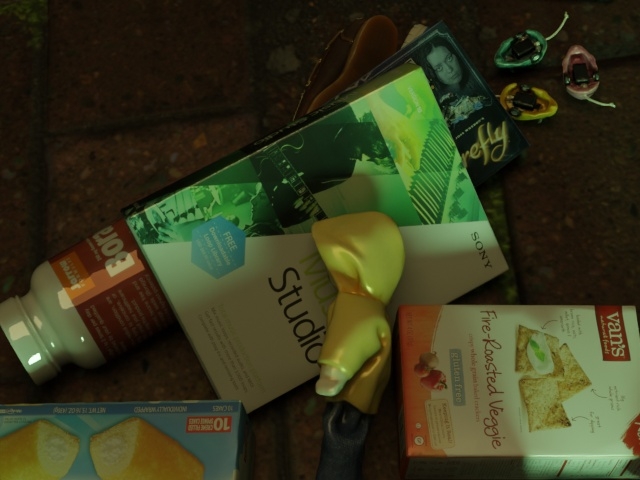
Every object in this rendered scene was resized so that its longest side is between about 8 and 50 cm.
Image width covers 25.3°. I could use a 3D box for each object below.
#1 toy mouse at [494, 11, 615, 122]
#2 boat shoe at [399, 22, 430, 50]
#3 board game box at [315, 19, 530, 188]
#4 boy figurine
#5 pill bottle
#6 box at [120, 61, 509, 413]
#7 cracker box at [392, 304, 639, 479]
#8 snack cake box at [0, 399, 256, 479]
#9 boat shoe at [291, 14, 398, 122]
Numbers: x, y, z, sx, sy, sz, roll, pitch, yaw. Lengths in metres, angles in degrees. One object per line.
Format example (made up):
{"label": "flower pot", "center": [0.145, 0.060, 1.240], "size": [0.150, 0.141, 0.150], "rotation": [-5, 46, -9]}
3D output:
{"label": "toy mouse", "center": [0.249, -0.186, 1.563], "size": [0.161, 0.031, 0.143], "rotation": [13, 64, 14]}
{"label": "boat shoe", "center": [0.098, -0.155, 1.545], "size": [0.066, 0.066, 0.183], "rotation": [21, 68, 12]}
{"label": "board game box", "center": [0.075, -0.093, 1.482], "size": [0.243, 0.042, 0.165], "rotation": [-37, 95, -13]}
{"label": "boy figurine", "center": [0.021, 0.113, 1.314], "size": [0.092, 0.177, 0.285], "rotation": [5, 88, 10]}
{"label": "pill bottle", "center": [-0.212, 0.053, 1.436], "size": [0.216, 0.121, 0.121], "rotation": [-30, 61, -10]}
{"label": "box", "center": [0.000, 0.000, 1.393], "size": [0.322, 0.232, 0.058], "rotation": [-29, 18, -9]}
{"label": "cracker box", "center": [0.188, 0.142, 1.347], "size": [0.232, 0.067, 0.156], "rotation": [0, 60, -4]}
{"label": "snack cake box", "center": [-0.200, 0.238, 1.345], "size": [0.264, 0.089, 0.152], "rotation": [-2, 57, 7]}
{"label": "boat shoe", "center": [0.016, -0.157, 1.562], "size": [0.073, 0.073, 0.207], "rotation": [-5, 47, 49]}
